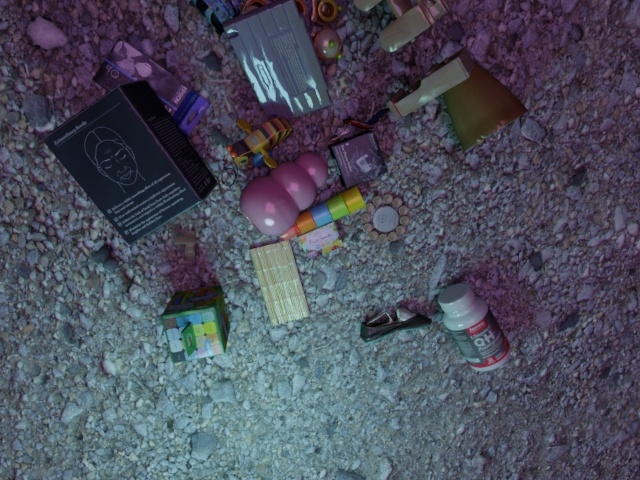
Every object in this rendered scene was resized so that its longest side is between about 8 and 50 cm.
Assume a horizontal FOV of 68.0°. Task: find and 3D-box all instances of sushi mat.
[{"bbox_3d":[-0.148,0.160,1.754,0.152,0.019,0.316,-16,104,-4],"label":"sushi mat"}]

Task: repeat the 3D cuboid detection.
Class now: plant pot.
[{"bbox_3d":[0.527,-0.473,1.608,0.237,0.237,0.254,-32,90,1],"label":"plant pot"}]

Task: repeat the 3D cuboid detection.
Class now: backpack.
[{"bbox_3d":[-0.324,-0.734,1.448,0.117,0.173,0.158,-42,103,3],"label":"backpack"}]

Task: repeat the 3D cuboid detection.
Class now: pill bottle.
[{"bbox_3d":[0.576,0.323,1.802,0.176,0.176,0.318,-33,105,1],"label":"pill bottle"}]

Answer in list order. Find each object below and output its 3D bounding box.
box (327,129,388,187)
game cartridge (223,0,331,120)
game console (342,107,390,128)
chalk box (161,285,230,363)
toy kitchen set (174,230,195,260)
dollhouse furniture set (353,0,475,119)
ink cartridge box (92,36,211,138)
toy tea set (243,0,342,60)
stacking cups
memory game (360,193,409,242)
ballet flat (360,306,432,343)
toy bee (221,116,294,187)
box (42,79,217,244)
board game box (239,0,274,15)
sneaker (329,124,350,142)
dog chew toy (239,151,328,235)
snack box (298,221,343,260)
[{"bbox_3d":[0.129,-0.284,1.651,0.158,0.093,0.155,-22,104,-3],"label":"box"},{"bbox_3d":[-0.119,-0.548,1.479,0.230,0.068,0.355,-20,134,6],"label":"game cartridge"},{"bbox_3d":[0.153,-0.421,1.596,0.124,0.144,0.085,15,100,-10],"label":"game console"},{"bbox_3d":[-0.418,0.289,1.609,0.179,0.289,0.180,-10,104,-5],"label":"chalk box"},{"bbox_3d":[-0.475,0.019,1.674,0.068,0.075,0.083,1,63,-11],"label":"toy kitchen set"},{"bbox_3d":[0.260,-0.626,1.473,0.257,0.362,0.394,-26,107,35],"label":"dollhouse furniture set"},{"bbox_3d":[-0.540,-0.481,1.536,0.333,0.065,0.165,33,96,-14],"label":"ink cartridge box"},{"bbox_3d":[-0.073,-0.665,1.483,0.336,0.124,0.199,-10,112,-20],"label":"toy tea set"},{"bbox_3d":[0.003,-0.084,1.680,0.316,0.096,0.096,-28,105,0],"label":"stacking cups"},{"bbox_3d":[0.239,-0.081,1.752,0.186,0.012,0.186,-2,102,-7],"label":"memory game"},{"bbox_3d":[0.284,0.312,1.809,0.281,0.095,0.096,-16,92,-4],"label":"ballet flat"},{"bbox_3d":[-0.223,-0.288,1.537,0.195,0.162,0.298,33,97,14],"label":"toy bee"},{"bbox_3d":[-0.569,-0.241,1.471,0.294,0.212,0.395,-28,110,12],"label":"box"},{"bbox_3d":[-0.196,-0.693,1.537,0.141,0.048,0.170,23,98,-13],"label":"board game box"},{"bbox_3d":[0.063,-0.374,1.657,0.083,0.032,0.037,-32,91,-4],"label":"sneaker"},{"bbox_3d":[-0.108,-0.169,1.597,0.332,0.206,0.206,-41,105,-8],"label":"dog chew toy"},{"bbox_3d":[0.000,0.000,1.727,0.141,0.037,0.100,-24,103,-2],"label":"snack box"}]
